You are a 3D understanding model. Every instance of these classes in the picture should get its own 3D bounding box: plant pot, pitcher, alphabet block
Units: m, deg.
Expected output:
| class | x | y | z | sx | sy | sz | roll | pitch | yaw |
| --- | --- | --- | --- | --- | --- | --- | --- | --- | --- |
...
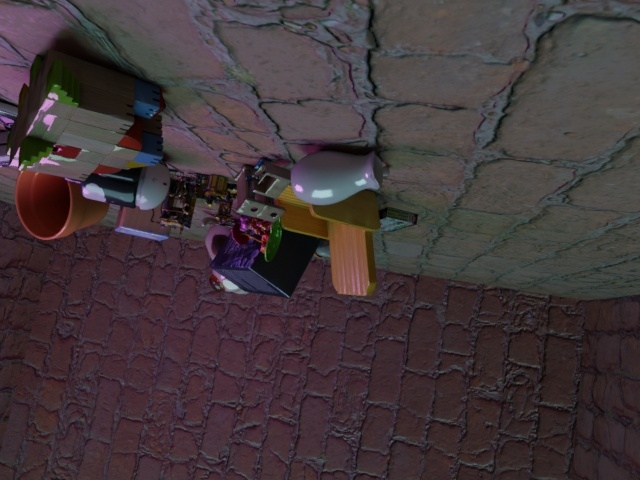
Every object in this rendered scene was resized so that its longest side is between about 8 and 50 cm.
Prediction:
| class | x | y | z | sx | sy | sz | roll | pitch | yaw |
| --- | --- | --- | --- | --- | --- | --- | --- | --- | --- |
| plant pot | -0.914 | -0.155 | 1.692 | 0.290 | 0.291 | 0.203 | 6 | -173 | 22 |
| pitcher | 0.051 | -0.151 | 1.102 | 0.207 | 0.126 | 0.177 | -6 | -178 | 22 |
| alphabet block | -0.688 | -0.118 | 1.852 | 0.192 | 0.197 | 0.193 | 16 | 170 | -30 |

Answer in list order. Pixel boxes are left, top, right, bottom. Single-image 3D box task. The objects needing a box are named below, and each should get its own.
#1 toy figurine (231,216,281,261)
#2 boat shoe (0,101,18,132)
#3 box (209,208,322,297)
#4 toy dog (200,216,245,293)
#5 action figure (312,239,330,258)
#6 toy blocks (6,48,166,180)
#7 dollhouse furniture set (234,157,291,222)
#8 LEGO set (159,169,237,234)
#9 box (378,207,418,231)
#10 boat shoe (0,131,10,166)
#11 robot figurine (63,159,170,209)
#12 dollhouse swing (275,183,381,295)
| class | x | y | z | sx | sy | sz | roll | pitch | yaw |
| --- | --- | --- | --- | --- | --- | --- | --- | --- | --- |
| toy figurine | -0.228 | -0.030 | 1.596 | 0.159 | 0.173 | 0.130 | 17 | -147 | 12 |
| boat shoe | -0.776 | -0.288 | 1.230 | 0.080 | 0.076 | 0.228 | 9 | 172 | 8 |
| box | -0.222 | 0.043 | 1.876 | 0.212 | 0.294 | 0.395 | 40 | 157 | -27 |
| toy dog | -0.402 | 0.081 | 2.228 | 0.284 | 0.408 | 0.395 | -26 | 127 | 4 |
| action figure | -0.022 | 0.022 | 2.112 | 0.341 | 0.179 | 0.330 | 19 | 178 | -31 |
| toy blocks | -0.444 | -0.220 | 0.945 | 0.260 | 0.191 | 0.381 | 8 | 158 | -42 |
| dollhouse furniture set | -0.140 | -0.162 | 1.302 | 0.128 | 0.129 | 0.183 | 14 | 141 | -32 |
| LEGO set | -0.444 | -0.116 | 1.591 | 0.331 | 0.192 | 0.255 | 10 | 172 | -1 |
| box | 0.241 | -0.070 | 1.639 | 0.114 | 0.036 | 0.207 | 12 | 171 | -15 |
| boat shoe | -1.021 | -0.271 | 1.464 | 0.335 | 0.121 | 0.119 | 5 | 166 | 16 |
| robot figurine | -0.579 | -0.190 | 1.352 | 0.278 | 0.209 | 0.174 | 13 | 129 | -16 |
| dollhouse swing | 0.000 | 0.000 | 1.485 | 0.315 | 0.305 | 0.347 | 13 | 172 | -20 |
